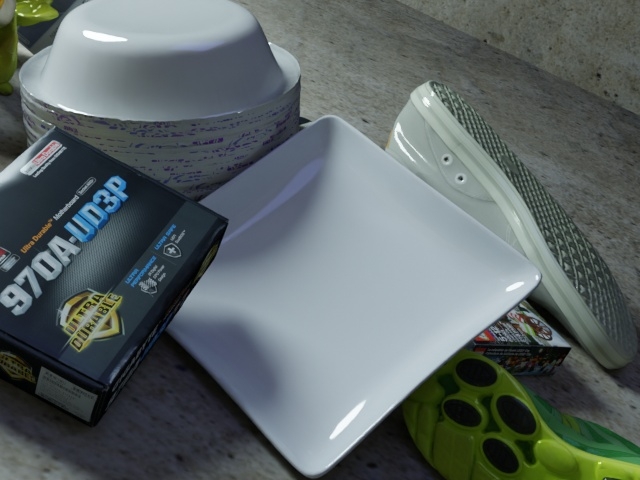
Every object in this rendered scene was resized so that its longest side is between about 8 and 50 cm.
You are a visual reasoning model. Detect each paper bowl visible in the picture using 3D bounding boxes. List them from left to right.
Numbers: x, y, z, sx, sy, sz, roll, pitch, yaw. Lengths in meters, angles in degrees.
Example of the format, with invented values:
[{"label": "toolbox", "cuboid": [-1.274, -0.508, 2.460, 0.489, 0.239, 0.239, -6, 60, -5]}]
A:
[{"label": "paper bowl", "cuboid": [-0.161, -0.162, 0.986, 0.284, 0.148, 0.284, 2, 30, -1]}]

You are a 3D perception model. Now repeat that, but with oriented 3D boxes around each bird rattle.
[{"label": "bird rattle", "cuboid": [-0.408, -0.277, 1.015, 0.253, 0.143, 0.207, 28, -6, -16]}]

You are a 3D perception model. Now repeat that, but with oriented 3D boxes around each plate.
[{"label": "plate", "cuboid": [0.003, 0.037, 0.850, 0.277, 0.045, 0.278, -38, 61, -23]}]

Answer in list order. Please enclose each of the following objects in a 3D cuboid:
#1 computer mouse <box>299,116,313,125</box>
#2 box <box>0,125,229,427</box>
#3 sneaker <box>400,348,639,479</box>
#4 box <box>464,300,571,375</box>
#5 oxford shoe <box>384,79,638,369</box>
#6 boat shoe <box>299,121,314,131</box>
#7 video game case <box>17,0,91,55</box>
[{"label": "computer mouse", "cuboid": [-0.024, -0.088, 1.236, 0.071, 0.041, 0.242, 22, 31, -14]}, {"label": "box", "cuboid": [-0.194, 0.018, 0.749, 0.175, 0.051, 0.220, 28, 40, 2]}, {"label": "sneaker", "cuboid": [0.196, 0.194, 0.835, 0.295, 0.109, 0.123, 31, -2, 17]}, {"label": "box", "cuboid": [0.154, 0.062, 1.095, 0.159, 0.044, 0.233, 7, 31, -39]}, {"label": "oxford shoe", "cuboid": [0.239, -0.011, 1.250, 0.449, 0.130, 0.169, 53, 26, 18]}, {"label": "boat shoe", "cuboid": [0.000, -0.003, 0.994, 0.113, 0.127, 0.340, -14, 48, -15]}, {"label": "video game case", "cuboid": [-0.351, -0.318, 1.113, 0.201, 0.183, 0.023, 41, 44, -22]}]
